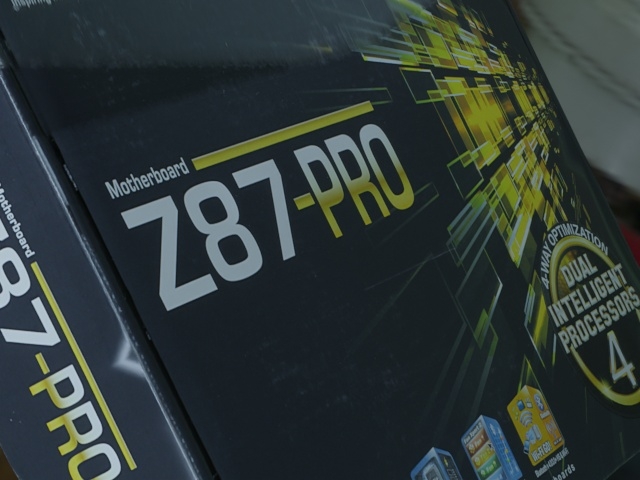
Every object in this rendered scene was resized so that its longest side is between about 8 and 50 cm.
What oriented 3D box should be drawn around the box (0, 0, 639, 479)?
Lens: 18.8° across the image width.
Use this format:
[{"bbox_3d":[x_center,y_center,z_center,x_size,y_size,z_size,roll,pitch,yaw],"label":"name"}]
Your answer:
[{"bbox_3d":[0.000,0.000,0.856,0.097,0.395,0.318,-29,86,34],"label":"box"}]
